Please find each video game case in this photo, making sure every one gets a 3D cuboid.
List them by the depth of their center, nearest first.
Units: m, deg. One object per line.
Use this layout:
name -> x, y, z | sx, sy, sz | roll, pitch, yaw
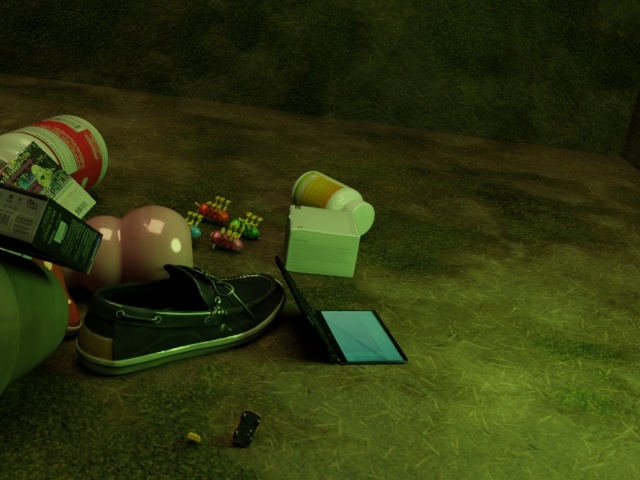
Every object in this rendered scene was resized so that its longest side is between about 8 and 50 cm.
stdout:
video game case -> -0.670, -0.088, 1.875 | 0.041, 0.210, 0.232 | -25, 26, 43

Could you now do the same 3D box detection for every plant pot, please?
plant pot -> -0.582, 0.131, 1.344 | 0.323, 0.323, 0.280 | 15, 7, 16

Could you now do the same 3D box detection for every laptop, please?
laptop -> 0.041, 0.146, 1.717 | 0.136, 0.264, 0.234 | -32, 28, -1

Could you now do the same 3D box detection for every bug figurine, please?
bug figurine -> -0.280, -0.039, 2.145 | 0.216, 0.072, 0.279 | 20, 19, 11

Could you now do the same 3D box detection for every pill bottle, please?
pill bottle -> -0.746, -0.186, 2.109 | 0.229, 0.229, 0.408 | 12, 21, 8
pill bottle -> 0.038, -0.102, 2.336 | 0.136, 0.136, 0.245 | -10, 29, -39

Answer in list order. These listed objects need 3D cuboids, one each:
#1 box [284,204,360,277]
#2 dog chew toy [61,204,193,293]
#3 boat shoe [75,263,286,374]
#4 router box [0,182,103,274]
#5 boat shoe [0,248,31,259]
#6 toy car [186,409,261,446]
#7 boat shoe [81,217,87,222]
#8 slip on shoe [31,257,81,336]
box -> 0.000, 0.000, 2.091 | 0.181, 0.119, 0.181 | 6, 22, -6
dog chew toy -> -0.448, 0.031, 1.749 | 0.331, 0.207, 0.207 | -4, 24, -11
boat shoe -> -0.258, 0.128, 1.629 | 0.186, 0.156, 0.500 | 25, 25, 39
router box -> -0.546, -0.043, 1.315 | 0.308, 0.081, 0.243 | 16, -11, 7
boat shoe -> -0.709, 0.031, 1.486 | 0.367, 0.156, 0.136 | -24, 70, -5
toy car -> -0.164, 0.310, 1.346 | 0.122, 0.060, 0.040 | 9, -11, -16
boat shoe -> -0.612, -0.026, 1.981 | 0.207, 0.073, 0.073 | 19, 22, 25
slip on shoe -> -0.572, 0.045, 1.606 | 0.331, 0.101, 0.123 | 58, 23, 14
